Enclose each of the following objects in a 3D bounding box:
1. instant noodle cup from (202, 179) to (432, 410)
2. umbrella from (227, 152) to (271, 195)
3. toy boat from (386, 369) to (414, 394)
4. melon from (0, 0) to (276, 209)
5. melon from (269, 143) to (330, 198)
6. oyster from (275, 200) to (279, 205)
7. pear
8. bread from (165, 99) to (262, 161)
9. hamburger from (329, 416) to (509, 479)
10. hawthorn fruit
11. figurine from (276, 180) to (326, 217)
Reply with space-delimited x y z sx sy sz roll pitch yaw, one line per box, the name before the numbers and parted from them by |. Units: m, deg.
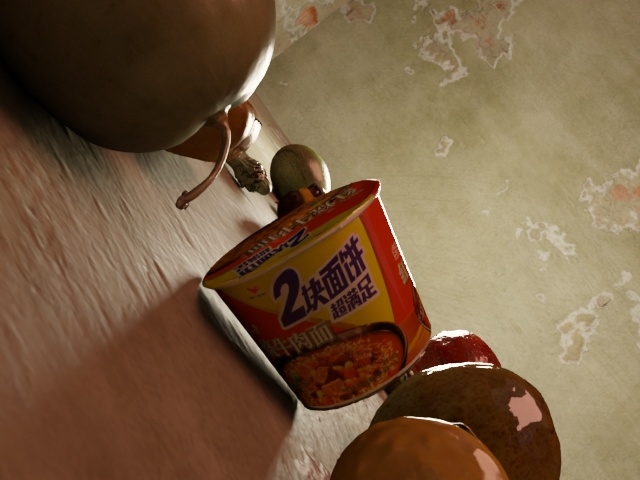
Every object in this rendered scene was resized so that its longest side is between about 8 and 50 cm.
instant noodle cup | 0.009 0.060 0.799 0.174 0.213 0.213 60 4 -13
umbrella | -0.140 -0.139 1.423 0.143 0.062 0.067 49 -28 18
toy boat | 0.185 0.282 1.379 0.293 0.099 0.108 47 5 17
melon | -0.175 -0.223 0.688 0.308 0.271 0.272 45 9 -31
melon | -0.051 -0.155 1.840 0.192 0.139 0.139 62 9 25
oyster | -0.041 -0.032 1.637 0.148 0.051 0.103 65 14 7
pear | 0.166 0.242 0.856 0.188 0.211 0.228 51 7 -44
bread | -0.215 -0.233 0.986 0.328 0.148 0.337 56 3 -11
hamburger | 0.084 0.222 0.624 0.162 0.162 0.115 55 6 19
hawthorn fruit | 0.293 0.311 1.603 0.205 0.205 0.253 49 14 -38
figurine | -0.001 -0.001 1.447 0.240 0.115 0.175 56 5 -40
